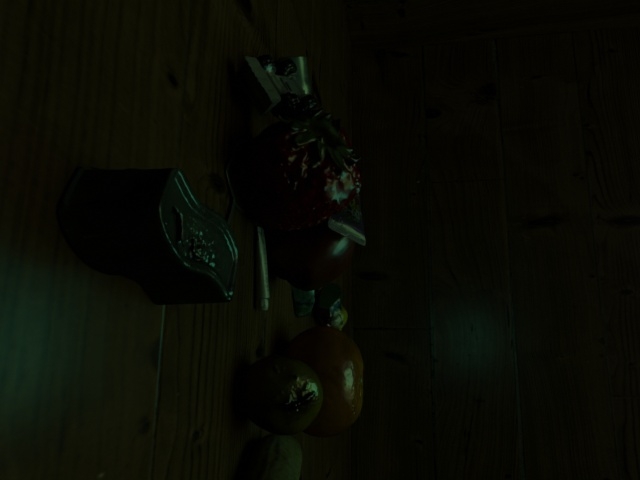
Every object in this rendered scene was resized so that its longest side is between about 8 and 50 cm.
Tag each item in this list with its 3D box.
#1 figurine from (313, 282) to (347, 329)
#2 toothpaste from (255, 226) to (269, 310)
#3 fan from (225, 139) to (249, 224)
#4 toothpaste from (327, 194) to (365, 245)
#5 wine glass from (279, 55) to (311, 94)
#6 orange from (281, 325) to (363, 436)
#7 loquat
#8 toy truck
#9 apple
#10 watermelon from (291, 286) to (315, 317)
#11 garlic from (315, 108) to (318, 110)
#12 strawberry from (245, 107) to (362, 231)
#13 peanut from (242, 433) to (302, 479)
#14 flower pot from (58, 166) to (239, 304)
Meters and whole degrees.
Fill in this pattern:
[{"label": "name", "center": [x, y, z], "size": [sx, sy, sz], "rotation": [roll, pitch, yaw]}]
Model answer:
[{"label": "figurine", "center": [0.039, 0.297, 1.757], "size": [0.185, 0.128, 0.234], "rotation": [-72, 169, -49]}, {"label": "toothpaste", "center": [-0.135, 0.065, 1.032], "size": [0.048, 0.031, 0.190], "rotation": [30, 56, -75]}, {"label": "fan", "center": [-0.169, -0.097, 0.906], "size": [0.132, 0.009, 0.219], "rotation": [76, 16, -50]}, {"label": "toothpaste", "center": [0.057, -0.122, 1.119], "size": [0.114, 0.073, 0.299], "rotation": [28, 41, -30]}, {"label": "wine glass", "center": [-0.071, -0.411, 1.269], "size": [0.093, 0.093, 0.202], "rotation": [-62, 150, -70]}, {"label": "orange", "center": [0.002, 0.370, 1.201], "size": [0.284, 0.226, 0.283], "rotation": [-4, 90, -84]}, {"label": "loquat", "center": [-0.086, 0.319, 0.933], "size": [0.205, 0.172, 0.149], "rotation": [-28, -143, 52]}, {"label": "toy truck", "center": [-0.101, -0.329, 1.010], "size": [0.136, 0.111, 0.286], "rotation": [58, 23, -1]}, {"label": "apple", "center": [-0.022, 0.016, 1.158], "size": [0.234, 0.234, 0.233], "rotation": [-1, 90, -80]}, {"label": "watermelon", "center": [-0.045, 0.145, 1.434], "size": [0.139, 0.071, 0.186], "rotation": [-66, 153, -77]}, {"label": "garlic", "center": [0.003, -0.354, 1.481], "size": [0.245, 0.164, 0.145], "rotation": [18, 88, -74]}, {"label": "strawberry", "center": [-0.047, -0.132, 0.974], "size": [0.277, 0.258, 0.257], "rotation": [-48, -154, 45]}, {"label": "peanut", "center": [-0.100, 0.491, 0.927], "size": [0.253, 0.122, 0.137], "rotation": [-79, 174, -66]}, {"label": "flower pot", "center": [-0.183, 0.000, 0.534], "size": [0.229, 0.108, 0.103], "rotation": [70, 20, -64]}]
